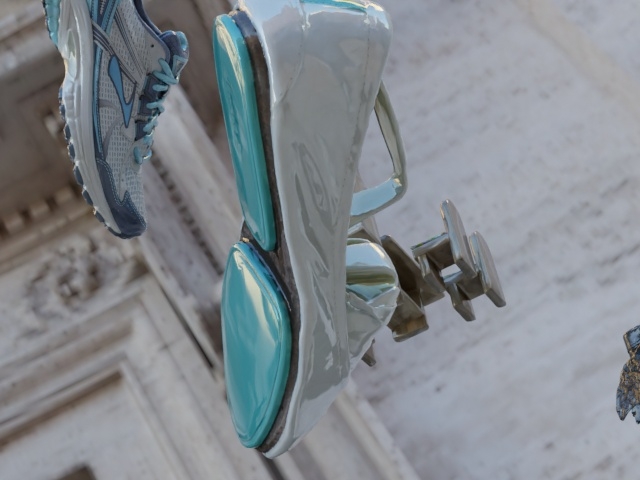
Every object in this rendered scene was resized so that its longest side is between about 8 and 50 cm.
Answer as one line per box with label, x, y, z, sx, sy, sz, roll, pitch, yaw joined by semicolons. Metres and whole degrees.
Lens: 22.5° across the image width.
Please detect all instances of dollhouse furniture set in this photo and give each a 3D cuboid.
dollhouse furniture set;0.047;0.003;1.765;0.212;0.161;0.242;-26;-39;17

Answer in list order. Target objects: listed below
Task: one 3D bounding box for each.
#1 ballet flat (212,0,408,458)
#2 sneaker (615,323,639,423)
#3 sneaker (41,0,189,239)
ballet flat;0.000;0.000;1.143;0.139;0.139;0.400;-16;-48;-20
sneaker;0.366;0.119;1.649;0.051;0.089;0.170;10;-30;-37
sneaker;-0.177;-0.142;1.469;0.122;0.110;0.283;-10;-82;-2
